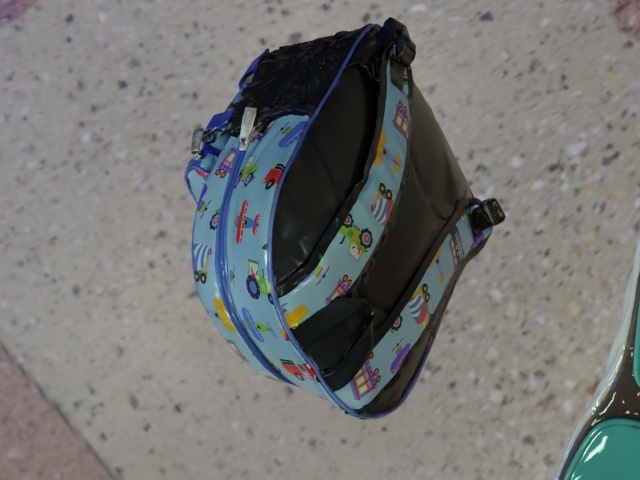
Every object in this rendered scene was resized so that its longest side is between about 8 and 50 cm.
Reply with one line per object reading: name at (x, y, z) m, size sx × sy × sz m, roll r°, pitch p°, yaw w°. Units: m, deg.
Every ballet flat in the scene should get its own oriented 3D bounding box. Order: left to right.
ballet flat at (0.311, 0.150, 1.226) m, size 0.139 × 0.139 × 0.400 m, roll 18°, pitch 102°, yaw 21°

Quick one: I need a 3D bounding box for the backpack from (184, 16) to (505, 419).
backpack at (0.000, 0.000, 0.665) m, size 0.117 × 0.173 × 0.158 m, roll -6°, pitch 132°, yaw 34°
